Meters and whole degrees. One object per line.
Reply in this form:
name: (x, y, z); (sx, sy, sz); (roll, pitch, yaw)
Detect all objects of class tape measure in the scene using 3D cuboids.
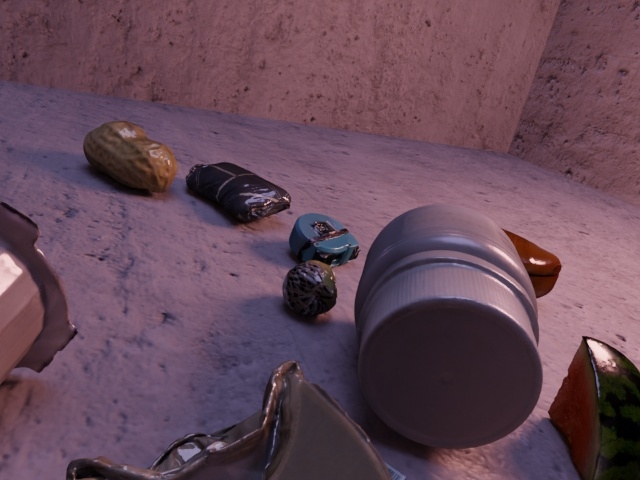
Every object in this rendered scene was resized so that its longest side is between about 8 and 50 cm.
tape measure: (0.000, 0.000, 1.047); (0.146, 0.081, 0.125); (-14, 51, -43)

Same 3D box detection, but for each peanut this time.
peanut: (-0.478, -0.214, 1.240); (0.313, 0.152, 0.152); (30, 28, 33)

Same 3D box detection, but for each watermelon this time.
watermelon: (0.380, 0.241, 0.636); (0.193, 0.137, 0.145); (53, 16, -13)

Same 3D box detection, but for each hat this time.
hat: (-0.071, 0.222, 0.404); (0.214, 0.149, 0.245); (-17, 42, -29)

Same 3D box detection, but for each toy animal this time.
toy animal: (-0.018, 0.083, 0.816); (0.098, 0.098, 0.137); (12, 3, -2)

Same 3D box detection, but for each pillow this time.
pillow: (-0.213, -0.128, 1.236); (0.161, 0.093, 0.335); (-12, 31, -39)

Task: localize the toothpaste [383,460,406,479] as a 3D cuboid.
toothpaste: (0.013, 0.231, 0.537); (0.164, 0.046, 0.034); (26, 27, 30)

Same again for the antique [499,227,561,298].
antique: (0.373, 0.041, 1.087); (0.278, 0.129, 0.223); (25, 26, 30)

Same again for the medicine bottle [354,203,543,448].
medicine bottle: (0.167, 0.099, 0.677); (0.245, 0.245, 0.306); (15, 22, 6)

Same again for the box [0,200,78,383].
box: (-0.410, 0.092, 0.427); (0.291, 0.262, 0.206); (2, 32, 1)
